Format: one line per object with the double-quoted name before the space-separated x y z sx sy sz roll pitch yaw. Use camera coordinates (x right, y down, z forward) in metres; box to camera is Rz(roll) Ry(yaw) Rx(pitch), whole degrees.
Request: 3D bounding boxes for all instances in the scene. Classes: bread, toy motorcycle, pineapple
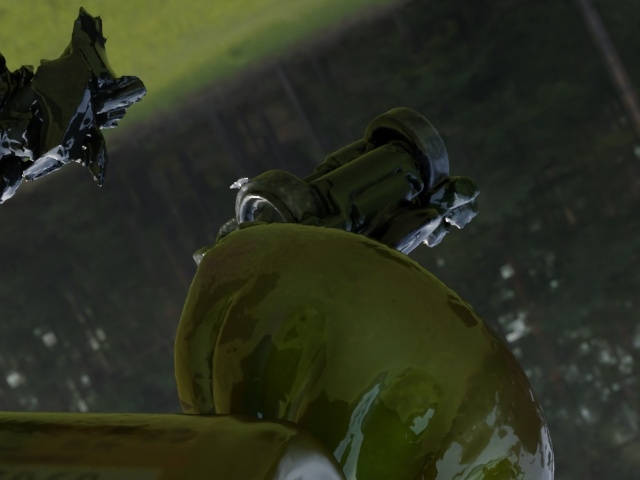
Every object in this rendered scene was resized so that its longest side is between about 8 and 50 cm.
"bread" 0.022 0.092 0.917 0.158 0.261 0.156 -42 158 -37
"toy motorcycle" 0.000 0.000 1.179 0.205 0.127 0.275 -30 178 -36
"pineapple" -0.215 -0.054 0.946 0.237 0.119 0.111 -26 173 9

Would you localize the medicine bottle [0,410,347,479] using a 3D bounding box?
"medicine bottle" -0.185 0.191 0.739 0.384 0.224 0.224 -2 -166 17
